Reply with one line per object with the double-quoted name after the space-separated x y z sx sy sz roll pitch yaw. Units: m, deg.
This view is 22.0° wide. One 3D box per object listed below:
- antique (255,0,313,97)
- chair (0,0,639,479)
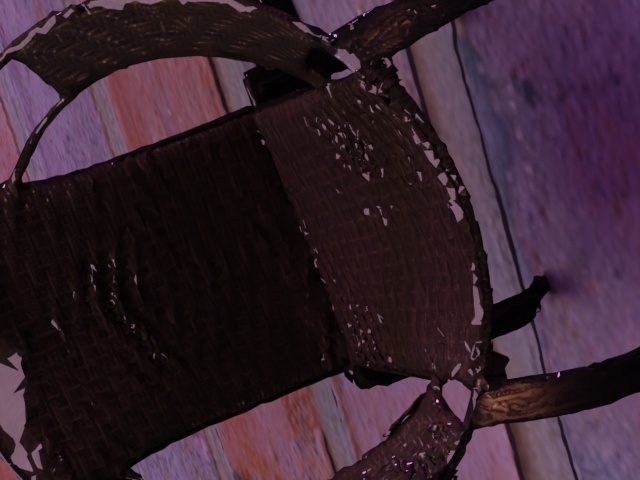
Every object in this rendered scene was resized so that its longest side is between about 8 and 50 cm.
-0.027 -0.101 0.680 0.192 0.015 0.031 67 157 2 "antique"
0.000 0.000 0.474 0.174 0.213 0.149 69 162 -7 "chair"
